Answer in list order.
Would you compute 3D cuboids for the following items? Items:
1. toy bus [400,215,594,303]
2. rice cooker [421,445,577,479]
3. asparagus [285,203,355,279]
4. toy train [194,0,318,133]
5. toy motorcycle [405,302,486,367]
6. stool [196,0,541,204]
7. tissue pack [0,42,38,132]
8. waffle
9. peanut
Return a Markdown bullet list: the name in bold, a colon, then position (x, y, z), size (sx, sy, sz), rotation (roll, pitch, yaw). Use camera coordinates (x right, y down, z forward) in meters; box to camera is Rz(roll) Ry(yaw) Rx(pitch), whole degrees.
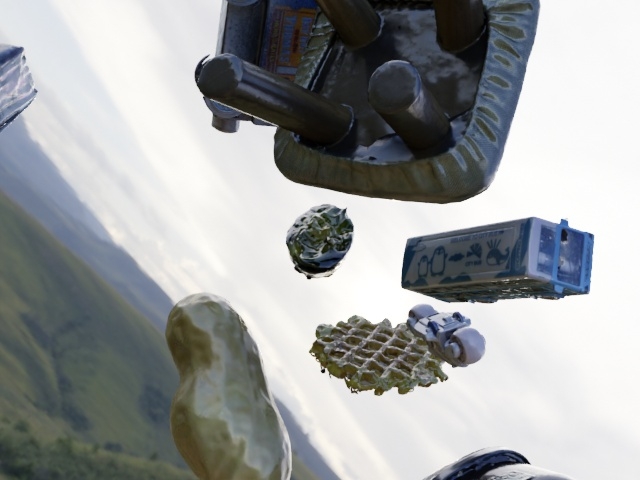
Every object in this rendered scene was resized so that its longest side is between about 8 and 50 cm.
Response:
- **toy bus**: position (0.258, 0.035, 1.300), size (0.131, 0.106, 0.297), rotation (16, -15, -30)
- **rice cooker**: position (0.237, 0.407, 1.104), size (0.267, 0.267, 0.224), rotation (53, -25, -23)
- **asparagus**: position (0.000, 0.000, 1.377), size (0.108, 0.128, 0.382), rotation (34, -2, 1)
- **toy train**: position (-0.072, -0.298, 1.273), size (0.131, 0.201, 0.300), rotation (-119, -144, -60)
- **toy motorcycle**: position (0.253, 0.199, 1.749), size (0.112, 0.112, 0.254), rotation (52, -10, -21)
- **stool**: position (0.064, -0.225, 0.993), size (0.310, 0.310, 0.226), rotation (9, -15, 29)
- **tissue pack**: position (-0.662, -0.223, 1.339), size (0.361, 0.259, 0.122), rotation (11, -43, 16)
- **waffle**: position (0.124, 0.254, 1.935), size (0.325, 0.302, 0.068), rotation (-137, -131, -61)
- **peanut**: position (-0.136, 0.213, 1.165), size (0.147, 0.147, 0.319), rotation (81, -10, -65)
